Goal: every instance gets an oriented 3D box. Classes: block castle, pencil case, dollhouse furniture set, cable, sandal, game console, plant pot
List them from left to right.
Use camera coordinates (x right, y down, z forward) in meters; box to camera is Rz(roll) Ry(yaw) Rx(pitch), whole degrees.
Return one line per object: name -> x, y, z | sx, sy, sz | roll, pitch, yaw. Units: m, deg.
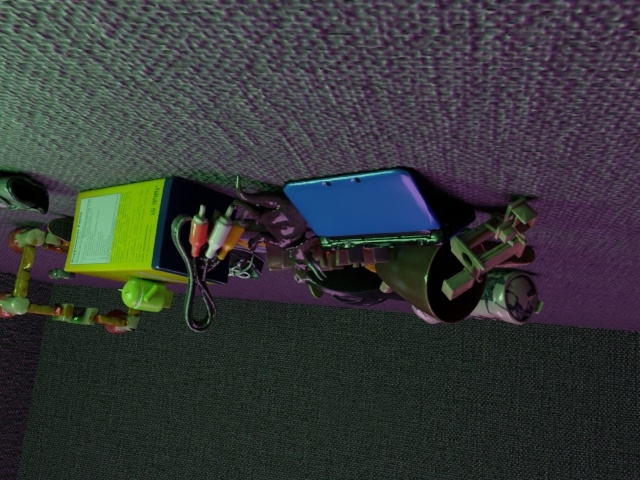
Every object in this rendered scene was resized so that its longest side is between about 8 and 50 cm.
block castle -> -0.814, 0.135, 2.121 | 0.453, 0.303, 0.212 | 17, 165, -40
cable -> -0.238, 0.058, 1.269 | 0.139, 0.287, 0.072 | 5, -164, -34
dollhouse furniture set -> 0.000, 0.000, 1.562 | 0.259, 0.135, 0.262 | -1, 174, -30
sandal -> 0.134, 0.142, 1.939 | 0.445, 0.168, 0.107 | 10, 126, -14
game console -> 0.121, -0.077, 1.271 | 0.293, 0.174, 0.250 | -2, -163, 38
plant pot -> 0.247, 0.068, 1.554 | 0.215, 0.216, 0.230 | 15, 179, -40
pencil case -> 0.494, 0.188, 2.050 | 0.183, 0.160, 0.410 | 23, 161, -34
dollhouse furniture set -> 0.300, -0.002, 1.226 | 0.181, 0.101, 0.161 | -29, 151, -14

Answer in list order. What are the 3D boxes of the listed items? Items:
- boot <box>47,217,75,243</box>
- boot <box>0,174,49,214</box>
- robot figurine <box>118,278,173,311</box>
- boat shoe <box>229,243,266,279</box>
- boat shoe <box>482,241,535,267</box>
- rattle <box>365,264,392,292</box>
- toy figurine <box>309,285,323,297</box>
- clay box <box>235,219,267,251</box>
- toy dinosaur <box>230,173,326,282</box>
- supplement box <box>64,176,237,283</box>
boot -> -0.717, -0.016, 1.879 | 0.106, 0.082, 0.219 | -7, 165, 39
boot -> -0.749, -0.119, 1.359 | 0.222, 0.118, 0.338 | 1, 179, 9
robot figurine -> -0.390, 0.123, 1.430 | 0.115, 0.067, 0.101 | 14, 175, -33
boat shoe -> -0.255, 0.061, 1.957 | 0.113, 0.105, 0.306 | 3, 169, 13
boat shoe -> 0.445, 0.042, 1.597 | 0.170, 0.063, 0.059 | 6, 163, -3
rattle -> 0.206, 0.070, 1.883 | 0.142, 0.130, 0.199 | 19, -154, 25
toy figurine -> 0.063, 0.109, 2.070 | 0.159, 0.130, 0.173 | -9, -174, 21
clay box -> -0.150, -0.004, 1.708 | 0.127, 0.053, 0.222 | 4, 168, 15
toy dinosaur -> -0.089, -0.049, 1.353 | 0.160, 0.121, 0.314 | -1, 135, 18
supplement box -> -0.384, -0.009, 1.445 | 0.356, 0.194, 0.195 | -3, 166, 38
